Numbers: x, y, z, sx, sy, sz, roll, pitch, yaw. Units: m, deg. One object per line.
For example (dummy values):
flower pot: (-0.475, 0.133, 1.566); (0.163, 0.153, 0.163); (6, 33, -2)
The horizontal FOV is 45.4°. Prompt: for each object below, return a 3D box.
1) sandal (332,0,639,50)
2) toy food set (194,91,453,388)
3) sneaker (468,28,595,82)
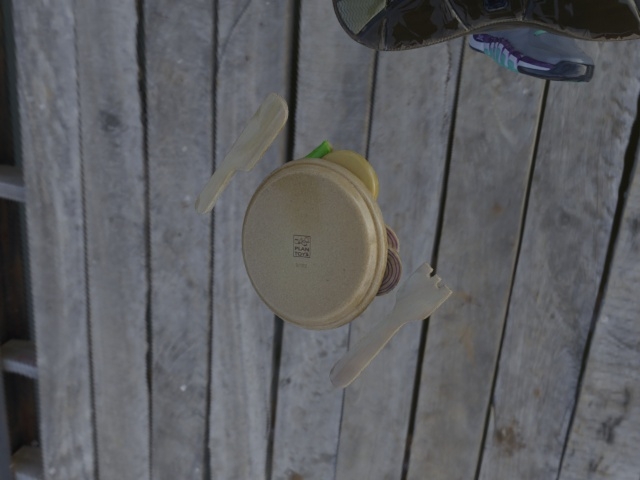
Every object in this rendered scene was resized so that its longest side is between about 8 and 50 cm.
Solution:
sandal: (0.118, -0.157, 0.456); (0.220, 0.060, 0.089); (-7, 110, 11)
toy food set: (0.000, 0.000, 0.549); (0.192, 0.039, 0.132); (51, 118, 19)
sneaker: (0.239, -0.247, 0.874); (0.083, 0.223, 0.098); (1, 115, -20)
